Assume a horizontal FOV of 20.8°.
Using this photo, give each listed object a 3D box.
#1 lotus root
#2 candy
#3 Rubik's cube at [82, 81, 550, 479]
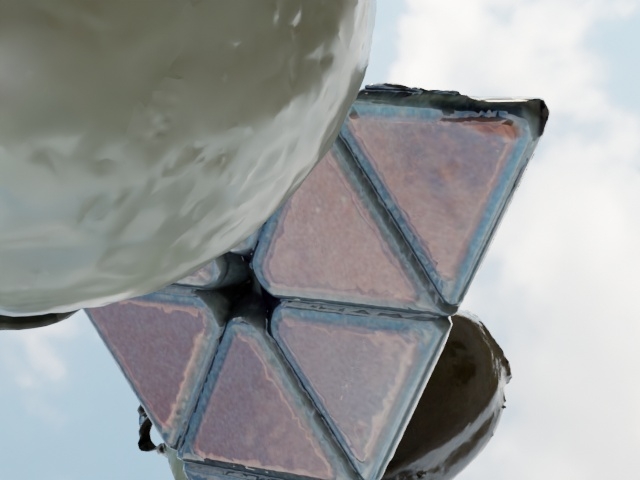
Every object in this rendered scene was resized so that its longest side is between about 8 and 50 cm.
[{"bbox_3d":[0.012,0.118,1.108,0.123,0.241,0.124,45,156,60],"label":"lotus root"},{"bbox_3d":[-0.103,-0.113,0.517,0.295,0.185,0.295,34,-144,-29],"label":"candy"},{"bbox_3d":[-0.002,0.000,0.822,0.233,0.228,0.229,55,-174,-46],"label":"Rubik's cube"}]
